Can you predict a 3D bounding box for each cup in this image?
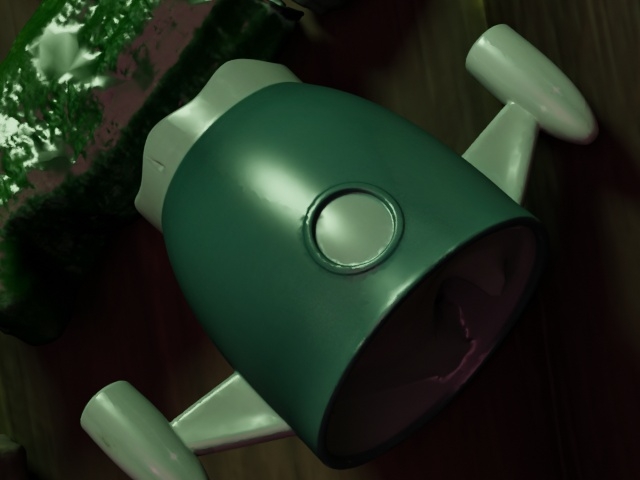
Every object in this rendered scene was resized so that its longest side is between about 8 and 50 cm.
[{"bbox_3d":[0.000,0.000,0.821,0.299,0.167,0.173,-43,65,-10],"label":"cup"}]

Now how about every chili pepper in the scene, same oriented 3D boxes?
[{"bbox_3d":[-0.137,-0.048,0.899,0.136,0.099,0.270,35,99,7],"label":"chili pepper"}]

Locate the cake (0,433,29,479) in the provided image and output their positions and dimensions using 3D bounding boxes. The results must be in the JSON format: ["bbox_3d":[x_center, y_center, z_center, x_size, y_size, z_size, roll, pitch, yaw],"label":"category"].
[{"bbox_3d":[-0.345,0.218,0.919,0.308,0.237,0.230,0,89,23],"label":"cake"}]

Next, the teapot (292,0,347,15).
[{"bbox_3d":[0.014,-0.159,0.863,0.063,0.049,0.083,36,103,16],"label":"teapot"}]
